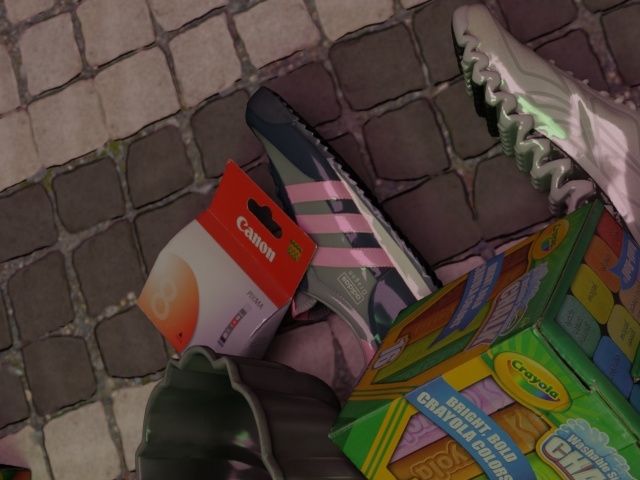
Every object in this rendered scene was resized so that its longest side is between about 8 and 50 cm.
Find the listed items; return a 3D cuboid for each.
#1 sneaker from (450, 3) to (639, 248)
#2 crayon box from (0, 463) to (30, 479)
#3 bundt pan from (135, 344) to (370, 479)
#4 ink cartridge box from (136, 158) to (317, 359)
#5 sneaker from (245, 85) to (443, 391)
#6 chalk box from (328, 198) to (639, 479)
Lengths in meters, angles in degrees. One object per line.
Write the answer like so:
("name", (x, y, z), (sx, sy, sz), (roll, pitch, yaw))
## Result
("sneaker", (0.222, -0.101, 1.178), (0.118, 0.110, 0.292), (-35, 80, 3))
("crayon box", (-0.376, 0.372, 1.249), (0.081, 0.202, 0.318), (3, 83, 20))
("bundt pan", (-0.051, 0.254, 1.131), (0.331, 0.124, 0.330), (-9, 80, 62))
("ink cartridge box", (-0.092, 0.036, 1.240), (0.145, 0.045, 0.179), (45, 124, 32))
("sneaker", (0.000, 0.000, 1.227), (0.131, 0.112, 0.319), (-39, 70, 6))
("chalk box", (0.184, 0.107, 1.008), (0.179, 0.180, 0.289), (48, 128, -9))
